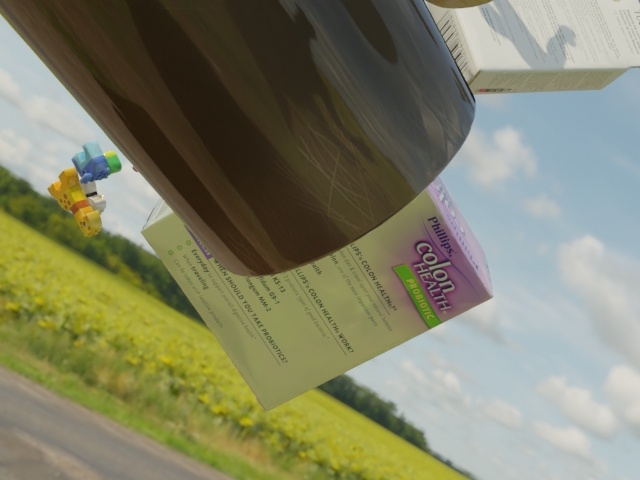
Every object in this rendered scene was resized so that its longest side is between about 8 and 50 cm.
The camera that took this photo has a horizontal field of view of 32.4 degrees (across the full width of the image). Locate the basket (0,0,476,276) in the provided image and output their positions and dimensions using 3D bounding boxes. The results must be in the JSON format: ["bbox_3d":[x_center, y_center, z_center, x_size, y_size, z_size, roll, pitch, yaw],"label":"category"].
[{"bbox_3d":[-0.050,-0.110,0.415,0.227,0.154,0.204,54,7,-22],"label":"basket"}]

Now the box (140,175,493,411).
[{"bbox_3d":[0.000,0.000,1.018,0.213,0.243,0.117,57,16,-17],"label":"box"}]

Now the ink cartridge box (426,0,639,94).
[{"bbox_3d":[0.296,-0.360,1.567,0.330,0.324,0.071,-4,-24,-27],"label":"ink cartridge box"}]

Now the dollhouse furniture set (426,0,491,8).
[{"bbox_3d":[-0.014,-0.308,0.924,0.394,0.362,0.256,-18,-23,35],"label":"dollhouse furniture set"}]

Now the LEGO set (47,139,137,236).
[{"bbox_3d":[-0.297,-0.065,1.483,0.227,0.087,0.093,-36,-100,48],"label":"LEGO set"}]
